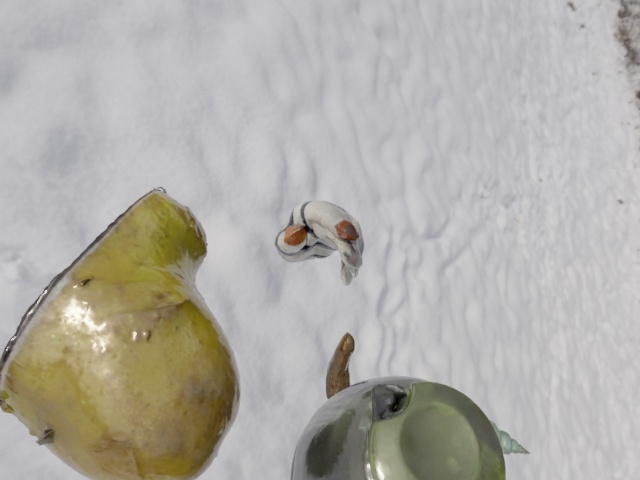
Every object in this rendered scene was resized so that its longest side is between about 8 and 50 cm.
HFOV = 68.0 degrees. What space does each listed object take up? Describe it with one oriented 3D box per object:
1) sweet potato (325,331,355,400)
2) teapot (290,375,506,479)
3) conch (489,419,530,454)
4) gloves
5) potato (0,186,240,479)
[{"bbox_3d":[0.039,0.265,0.961,0.054,0.053,0.182,-41,138,-68],"label":"sweet potato"},{"bbox_3d":[0.108,0.299,0.526,0.239,0.239,0.322,-8,60,-17],"label":"teapot"},{"bbox_3d":[0.304,0.383,0.905,0.065,0.180,0.088,21,81,-72],"label":"conch"},{"bbox_3d":[0.009,-0.011,0.766,0.140,0.218,0.131,31,67,-15],"label":"gloves"},{"bbox_3d":[-0.232,0.155,0.711,0.296,0.290,0.397,32,40,-2],"label":"potato"}]
